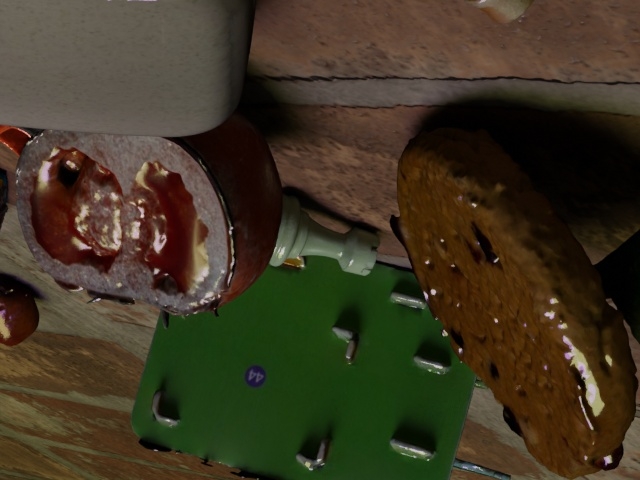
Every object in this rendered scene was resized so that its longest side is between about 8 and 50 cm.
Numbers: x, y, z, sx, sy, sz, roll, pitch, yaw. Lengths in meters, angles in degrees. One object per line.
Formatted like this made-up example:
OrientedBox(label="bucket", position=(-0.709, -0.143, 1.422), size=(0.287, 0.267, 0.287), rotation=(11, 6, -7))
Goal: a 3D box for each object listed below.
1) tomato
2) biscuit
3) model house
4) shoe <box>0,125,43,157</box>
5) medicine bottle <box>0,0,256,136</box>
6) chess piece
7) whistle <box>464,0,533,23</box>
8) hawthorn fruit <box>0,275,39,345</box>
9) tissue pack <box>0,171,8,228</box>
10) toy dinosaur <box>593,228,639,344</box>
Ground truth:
OrientedBox(label="tomato", position=(-0.123, -0.045, 1.388), size=(0.214, 0.155, 0.180), rotation=(15, 125, 25))
OrientedBox(label="biscuit", position=(0.151, 0.042, 1.282), size=(0.296, 0.075, 0.296), rotation=(57, 166, 22))
OrientedBox(label="model house", position=(0.036, 0.144, 1.754), size=(0.358, 0.242, 0.313), rotation=(12, 176, 18))
OrientedBox(label="shoe", position=(-0.228, -0.086, 1.502), size=(0.194, 0.077, 0.074), rotation=(31, 157, -29))
OrientedBox(label="medicine bottle", position=(-0.231, -0.170, 1.121), size=(0.375, 0.123, 0.282), rotation=(6, 160, -2))
OrientedBox(label="chess piece", position=(0.000, 0.000, 1.547), size=(0.103, 0.067, 0.067), rotation=(15, 162, -14))
OrientedBox(label="whistle", position=(0.048, -0.194, 0.984), size=(0.220, 0.057, 0.107), rotation=(29, 146, -36))
OrientedBox(label="hawthorn fruit", position=(-0.402, 0.085, 2.157), size=(0.081, 0.081, 0.093), rotation=(15, 131, 13))
OrientedBox(label="tissue pack", position=(-0.422, -0.048, 1.788), size=(0.169, 0.082, 0.120), rotation=(21, 160, -2))
OrientedBox(label="toy dinosaur", position=(0.238, -0.006, 1.171), size=(0.447, 0.087, 0.301), rotation=(1, 150, 46))
